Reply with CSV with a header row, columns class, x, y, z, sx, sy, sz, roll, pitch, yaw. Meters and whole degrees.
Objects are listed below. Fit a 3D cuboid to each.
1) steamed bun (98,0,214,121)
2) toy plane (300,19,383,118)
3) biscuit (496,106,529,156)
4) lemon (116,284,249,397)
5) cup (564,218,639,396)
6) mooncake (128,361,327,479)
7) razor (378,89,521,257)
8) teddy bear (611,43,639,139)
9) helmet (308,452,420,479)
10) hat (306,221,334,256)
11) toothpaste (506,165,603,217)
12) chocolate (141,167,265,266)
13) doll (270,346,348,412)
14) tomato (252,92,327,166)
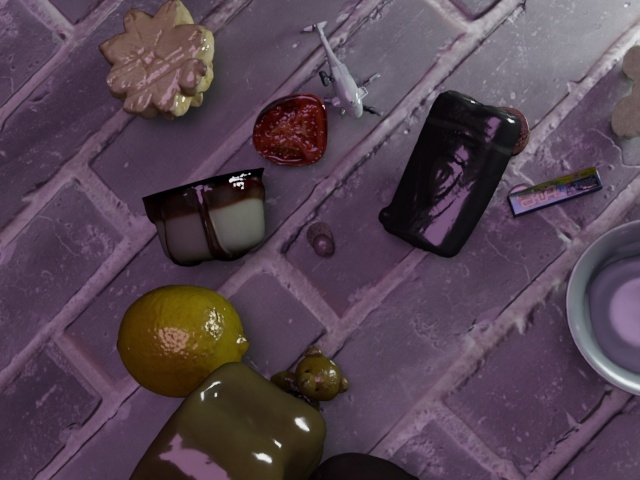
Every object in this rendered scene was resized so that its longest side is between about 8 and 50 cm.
class,x,y,z,sx,sy,sz,roll,pitch,yaw
steamed bun,-0.372,-0.420,1.887,0.295,0.137,0.292,7,82,18
toy plane,0.044,-0.398,1.820,0.181,0.107,0.273,-4,75,5
biscuit,0.384,-0.217,1.761,0.124,0.026,0.175,37,89,16
lemon,-0.294,0.212,1.697,0.267,0.267,0.268,-2,80,10
cup,0.655,0.140,1.577,0.347,0.163,0.347,-2,80,11
mooncake,-0.195,0.474,1.526,0.262,0.467,0.467,34,87,12
razor,0.276,-0.141,1.706,0.204,0.113,0.349,29,101,20
teddy bear,0.872,-0.267,1.644,0.362,0.375,0.328,19,81,-29
helmet,0.087,0.530,1.587,0.225,0.305,0.177,-52,46,4
hat,-0.001,-0.003,1.786,0.058,0.042,0.087,-22,76,5
toothpaste,0.499,-0.113,1.712,0.193,0.044,0.070,-18,78,7
chocolate,-0.238,-0.040,1.747,0.283,0.283,0.186,-12,99,8
doll,-0.049,0.332,1.710,0.209,0.097,0.137,-43,79,6
tomato,-0.065,-0.258,1.815,0.174,0.082,0.167,2,112,9
